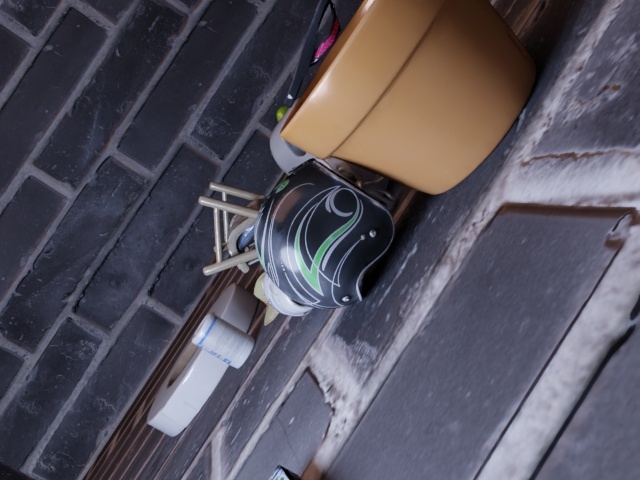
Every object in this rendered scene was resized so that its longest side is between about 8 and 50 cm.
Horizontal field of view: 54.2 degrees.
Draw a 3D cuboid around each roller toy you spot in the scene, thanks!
[{"bbox_3d":[-0.006,-0.237,1.467,0.146,0.209,0.191,-45,26,43],"label":"roller toy"}]

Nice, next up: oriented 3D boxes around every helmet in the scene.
[{"bbox_3d":[0.000,0.000,0.777,0.161,0.169,0.169,-56,10,7],"label":"helmet"}]

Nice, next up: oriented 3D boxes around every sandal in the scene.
[{"bbox_3d":[-0.002,-0.260,0.839,0.067,0.040,0.179,-88,18,-81],"label":"sandal"}]

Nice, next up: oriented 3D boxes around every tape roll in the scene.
[{"bbox_3d":[-0.282,0.280,1.499,0.392,0.072,0.392,-53,10,14],"label":"tape roll"}]

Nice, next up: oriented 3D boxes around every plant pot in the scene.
[{"bbox_3d":[0.112,-0.190,0.750,0.291,0.203,0.291,-54,10,14],"label":"plant pot"}]

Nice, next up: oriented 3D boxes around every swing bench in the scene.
[{"bbox_3d":[-0.112,-0.037,1.316,0.253,0.255,0.165,-113,21,-79],"label":"swing bench"}]

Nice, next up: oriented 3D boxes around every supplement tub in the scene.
[{"bbox_3d":[-0.191,0.196,1.230,0.071,0.107,0.071,-54,10,14],"label":"supplement tub"}]

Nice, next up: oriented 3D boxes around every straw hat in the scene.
[{"bbox_3d":[-0.097,0.092,1.246,0.144,0.061,0.144,-53,12,16],"label":"straw hat"}]

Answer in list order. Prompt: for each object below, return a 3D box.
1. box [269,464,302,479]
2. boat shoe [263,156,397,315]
[{"bbox_3d":[-0.038,0.264,0.553,0.094,0.027,0.137,-60,11,-12],"label":"box"},{"bbox_3d":[0.029,-0.059,0.929,0.367,0.136,0.156,-62,11,-11],"label":"boat shoe"}]
